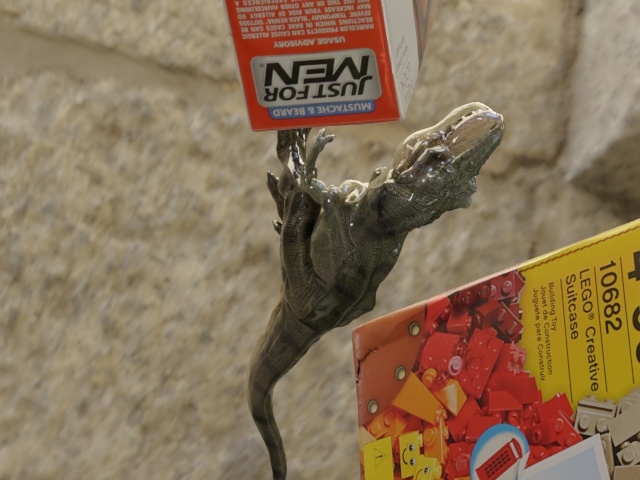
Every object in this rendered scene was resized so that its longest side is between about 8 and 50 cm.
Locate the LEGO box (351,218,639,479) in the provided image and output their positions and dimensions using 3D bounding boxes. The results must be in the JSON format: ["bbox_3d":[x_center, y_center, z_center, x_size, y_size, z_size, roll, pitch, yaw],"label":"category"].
[{"bbox_3d":[0.220,0.245,0.898,0.193,0.372,0.500,18,60,-41],"label":"LEGO box"}]

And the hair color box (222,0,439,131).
[{"bbox_3d":[-0.004,-0.128,0.562,0.053,0.167,0.093,-2,32,13],"label":"hair color box"}]

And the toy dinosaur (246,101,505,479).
[{"bbox_3d":[0.000,0.000,0.858,0.064,0.268,0.118,1,56,-22],"label":"toy dinosaur"}]
